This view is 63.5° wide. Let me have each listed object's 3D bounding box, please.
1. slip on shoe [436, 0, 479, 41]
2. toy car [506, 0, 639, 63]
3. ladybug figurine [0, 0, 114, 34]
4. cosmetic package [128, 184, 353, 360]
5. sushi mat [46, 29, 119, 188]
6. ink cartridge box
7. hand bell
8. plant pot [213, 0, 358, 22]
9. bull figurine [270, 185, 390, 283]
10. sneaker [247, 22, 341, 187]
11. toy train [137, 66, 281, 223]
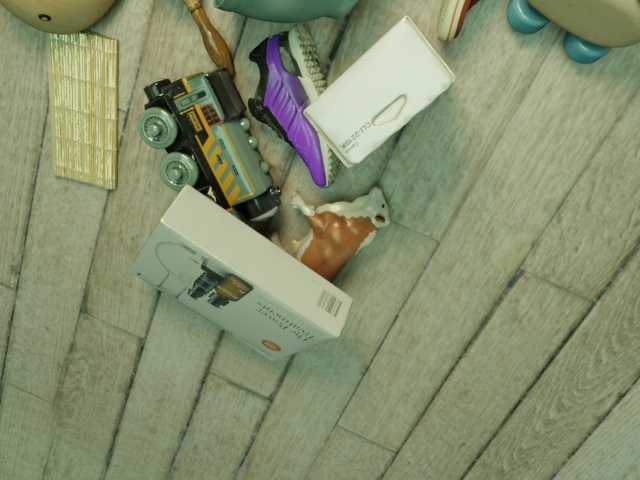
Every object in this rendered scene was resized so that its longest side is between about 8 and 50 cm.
[{"bbox_3d":[0.288,-0.462,0.803,0.101,0.123,0.332,29,109,-6],"label":"slip on shoe"},{"bbox_3d":[0.435,-0.434,0.767,0.210,0.219,0.238,27,86,-1],"label":"toy car"},{"bbox_3d":[-0.469,-0.582,0.869,0.304,0.162,0.450,19,114,3],"label":"ladybug figurine"},{"bbox_3d":[-0.167,0.087,1.020,0.377,0.098,0.284,35,148,-14],"label":"cosmetic package"},{"bbox_3d":[-0.494,-0.272,1.077,0.151,0.019,0.317,13,114,6],"label":"sushi mat"},{"bbox_3d":[0.101,-0.246,0.835,0.197,0.273,0.114,-38,101,21],"label":"ink cartridge box"},{"bbox_3d":[-0.224,-0.413,0.936,0.126,0.126,0.242,-19,118,17],"label":"hand bell"},{"bbox_3d":[-0.023,-0.463,0.792,0.196,0.293,0.293,15,117,-26],"label":"plant pot"},{"bbox_3d":[0.000,0.000,1.049,0.188,0.101,0.311,34,113,-1],"label":"bull figurine"},{"bbox_3d":[-0.055,-0.235,0.971,0.146,0.102,0.294,-10,105,19],"label":"sneaker"},{"bbox_3d":[-0.206,-0.166,0.995,0.190,0.142,0.334,-18,108,19],"label":"toy train"}]
